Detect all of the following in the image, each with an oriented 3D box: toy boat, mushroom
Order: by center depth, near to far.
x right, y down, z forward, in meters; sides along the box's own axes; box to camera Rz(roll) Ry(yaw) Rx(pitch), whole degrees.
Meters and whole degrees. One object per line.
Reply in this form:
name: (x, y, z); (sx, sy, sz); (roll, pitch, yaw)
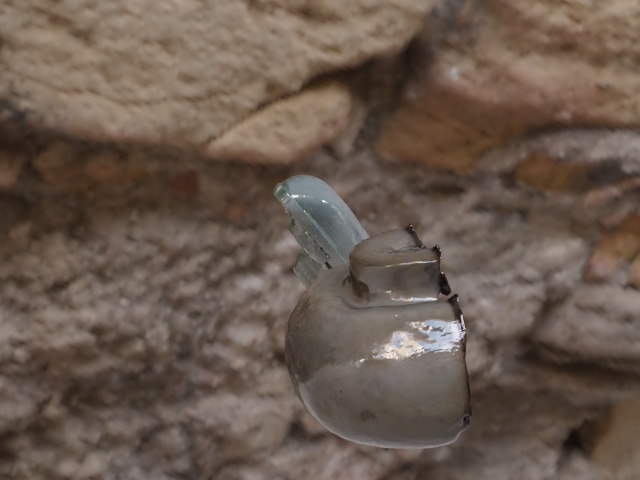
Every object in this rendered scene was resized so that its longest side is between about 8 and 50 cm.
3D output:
mushroom: (0.035, 0.076, 1.132); (0.117, 0.141, 0.188); (-17, 16, -13)
toy boat: (0.000, 0.000, 1.641); (0.078, 0.085, 0.260); (51, 0, 24)
